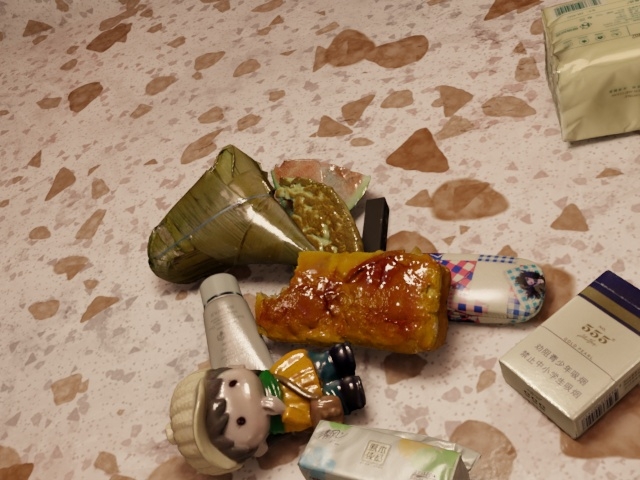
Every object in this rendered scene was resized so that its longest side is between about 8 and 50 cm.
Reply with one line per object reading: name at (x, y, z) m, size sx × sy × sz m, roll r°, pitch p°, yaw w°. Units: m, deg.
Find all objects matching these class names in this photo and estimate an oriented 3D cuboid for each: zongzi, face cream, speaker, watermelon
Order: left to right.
zongzi at (-0.178, 0.030, 1.596) m, size 0.323 × 0.160 × 0.360 m, roll -48°, pitch 63°, yaw 13°
face cream at (-0.164, 0.201, 1.473) m, size 0.143 × 0.089 × 0.314 m, roll -22°, pitch 50°, yaw 0°
watermelon at (-0.009, -0.090, 1.694) m, size 0.231 × 0.128 × 0.146 m, roll 5°, pitch 76°, yaw 45°
speaker at (0.111, -0.009, 1.588) m, size 0.046 × 0.040 × 0.191 m, roll -9°, pitch 45°, yaw 19°

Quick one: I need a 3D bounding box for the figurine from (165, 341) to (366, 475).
figurine at (-0.095, 0.287, 1.313) m, size 0.332 × 0.204 × 0.185 m, roll -9°, pitch 64°, yaw -21°

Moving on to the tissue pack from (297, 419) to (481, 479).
tissue pack at (0.112, 0.343, 1.145) m, size 0.229 × 0.159 × 0.145 m, roll 6°, pitch 49°, yaw 29°

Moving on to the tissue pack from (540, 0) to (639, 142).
tissue pack at (0.666, -0.384, 1.594) m, size 0.380 × 0.207 × 0.297 m, roll -8°, pitch 43°, yaw 16°

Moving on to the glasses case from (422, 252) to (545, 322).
glasses case at (0.244, 0.084, 1.406) m, size 0.327 × 0.076 × 0.125 m, roll 2°, pitch 51°, yaw 26°

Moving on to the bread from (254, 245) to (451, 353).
bread at (0.047, 0.104, 1.390) m, size 0.380 × 0.109 × 0.185 m, roll -1°, pitch 84°, yaw 31°

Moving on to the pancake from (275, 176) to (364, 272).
pancake at (0.005, 0.000, 1.568) m, size 0.197 × 0.054 × 0.377 m, roll -48°, pitch 51°, yaw 30°

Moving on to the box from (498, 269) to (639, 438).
box at (0.438, 0.175, 1.233) m, size 0.259 × 0.071 × 0.168 m, roll -35°, pitch 44°, yaw -13°
